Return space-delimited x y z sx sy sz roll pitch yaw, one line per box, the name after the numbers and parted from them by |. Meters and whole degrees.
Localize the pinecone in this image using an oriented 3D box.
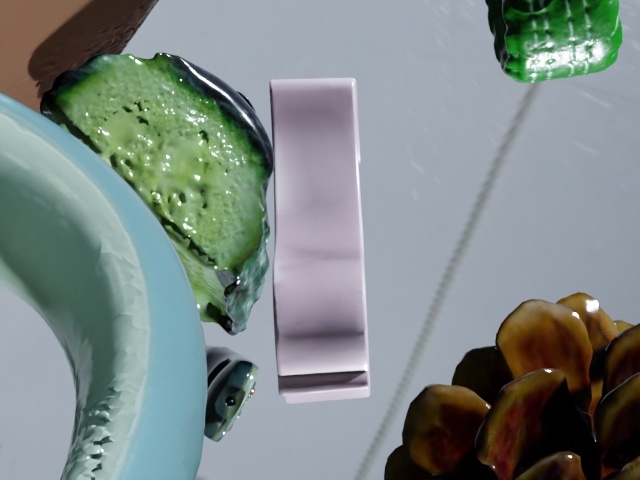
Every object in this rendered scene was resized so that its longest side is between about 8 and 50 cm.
0.147 0.157 0.722 0.246 0.292 0.246 -6 103 -24 | pinecone

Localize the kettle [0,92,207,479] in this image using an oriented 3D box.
-0.188 0.040 0.455 0.319 0.342 0.247 10 125 -11 | kettle

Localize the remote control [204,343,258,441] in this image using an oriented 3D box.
-0.092 0.123 1.483 0.042 0.222 0.072 29 86 -12 | remote control

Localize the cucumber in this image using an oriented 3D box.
-0.065 -0.022 0.878 0.115 0.193 0.086 36 71 13 | cucumber

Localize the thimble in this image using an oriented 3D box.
0.168 -0.186 1.301 0.090 0.118 0.130 -11 64 1 | thimble

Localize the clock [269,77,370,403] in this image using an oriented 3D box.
0.000 0.000 1.541 0.080 0.275 0.290 -4 89 1 | clock

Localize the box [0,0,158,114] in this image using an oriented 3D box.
-0.225 -0.211 0.811 0.339 0.239 0.229 46 127 11 | box
